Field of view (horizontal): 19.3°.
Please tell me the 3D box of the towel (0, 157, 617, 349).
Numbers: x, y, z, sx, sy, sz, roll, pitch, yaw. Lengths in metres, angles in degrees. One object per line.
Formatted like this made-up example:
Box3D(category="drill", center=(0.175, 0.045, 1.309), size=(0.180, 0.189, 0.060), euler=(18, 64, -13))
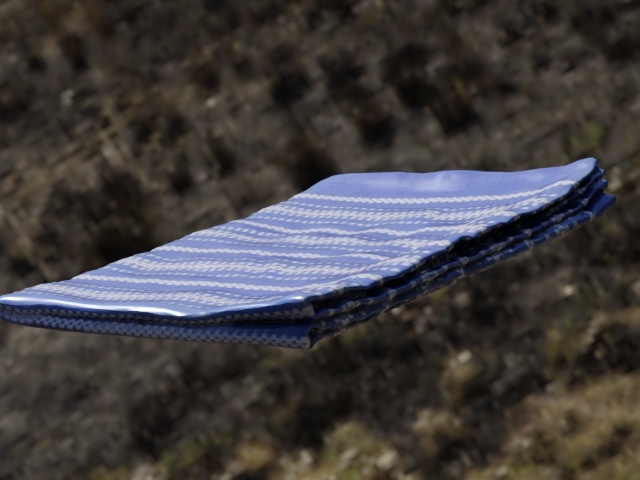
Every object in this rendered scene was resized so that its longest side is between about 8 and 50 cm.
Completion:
Box3D(category="towel", center=(0.000, 0.000, 1.150), size=(0.243, 0.040, 0.336), euler=(1, 13, 38))
